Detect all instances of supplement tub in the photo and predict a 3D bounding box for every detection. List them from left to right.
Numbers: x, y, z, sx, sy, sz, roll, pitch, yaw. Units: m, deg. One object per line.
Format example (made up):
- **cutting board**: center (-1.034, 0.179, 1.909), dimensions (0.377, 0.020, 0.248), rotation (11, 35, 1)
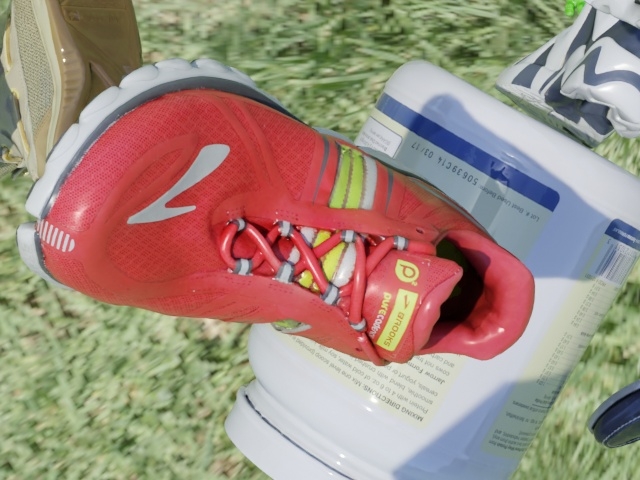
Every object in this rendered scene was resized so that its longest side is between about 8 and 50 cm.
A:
- **supplement tub**: center (0.089, 0.050, 1.339), dimensions (0.235, 0.235, 0.324), rotation (30, 96, 7)

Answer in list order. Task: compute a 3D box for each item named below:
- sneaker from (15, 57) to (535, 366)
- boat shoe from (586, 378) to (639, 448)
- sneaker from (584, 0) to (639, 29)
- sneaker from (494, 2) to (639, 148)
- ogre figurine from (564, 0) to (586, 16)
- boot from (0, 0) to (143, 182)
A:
- **sneaker**: center (0.000, 0.000, 0.732), dimensions (0.118, 0.279, 0.107), rotation (33, 106, 37)
- **boat shoe**: center (0.302, 0.130, 1.358), dimensions (0.206, 0.075, 0.065), rotation (-29, 63, 31)
- **sneaker**: center (0.190, -0.141, 0.851), dimensions (0.110, 0.118, 0.292), rotation (-24, 57, -6)
- **sneaker**: center (0.235, -0.162, 1.396), dimensions (0.094, 0.235, 0.153), rotation (37, 84, -7)
- **ogre figurine**: center (0.236, -0.311, 1.780), dimensions (0.097, 0.118, 0.197), rotation (-30, 50, 9)
- **boot**: center (-0.204, -0.064, 1.261), dimensions (0.203, 0.095, 0.261), rotation (-31, 66, 48)
